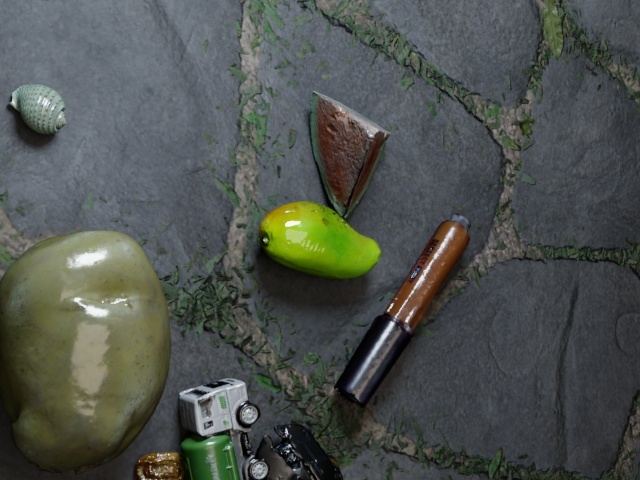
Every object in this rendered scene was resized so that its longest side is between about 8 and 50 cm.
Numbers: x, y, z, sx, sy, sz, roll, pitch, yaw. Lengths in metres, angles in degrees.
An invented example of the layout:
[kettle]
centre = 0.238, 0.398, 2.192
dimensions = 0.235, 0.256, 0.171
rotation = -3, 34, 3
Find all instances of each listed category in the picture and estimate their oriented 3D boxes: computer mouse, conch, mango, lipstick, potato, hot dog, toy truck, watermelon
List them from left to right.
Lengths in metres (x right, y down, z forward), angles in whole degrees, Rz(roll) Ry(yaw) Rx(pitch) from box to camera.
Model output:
[conch]
centre = -0.415, -0.201, 1.197
dimensions = 0.085, 0.056, 0.076
rotation = 35, 60, -23
[potato]
centre = -0.328, 0.151, 1.126
dimensions = 0.243, 0.221, 0.326
rotation = -11, 95, -67
[hot dog]
centre = -0.250, 0.362, 1.268
dimensions = 0.083, 0.035, 0.058
rotation = 7, 87, -28
[toy truck]
centre = -0.158, 0.349, 1.281
dimensions = 0.125, 0.101, 0.243
rotation = -10, 91, -29
[computer mouse]
centre = -0.021, 0.416, 1.367
dimensions = 0.146, 0.077, 0.242
rotation = -39, 106, -26
[mango]
centre = 0.000, 0.000, 1.379
dimensions = 0.232, 0.111, 0.125
rotation = 10, 87, -29
[watermelon]
centre = 0.037, -0.150, 1.390
dimensions = 0.136, 0.202, 0.207
rotation = 7, 80, 11
[lipstick]
centre = 0.161, 0.120, 1.479
dimensions = 0.077, 0.077, 0.418
rotation = 43, 68, -20
